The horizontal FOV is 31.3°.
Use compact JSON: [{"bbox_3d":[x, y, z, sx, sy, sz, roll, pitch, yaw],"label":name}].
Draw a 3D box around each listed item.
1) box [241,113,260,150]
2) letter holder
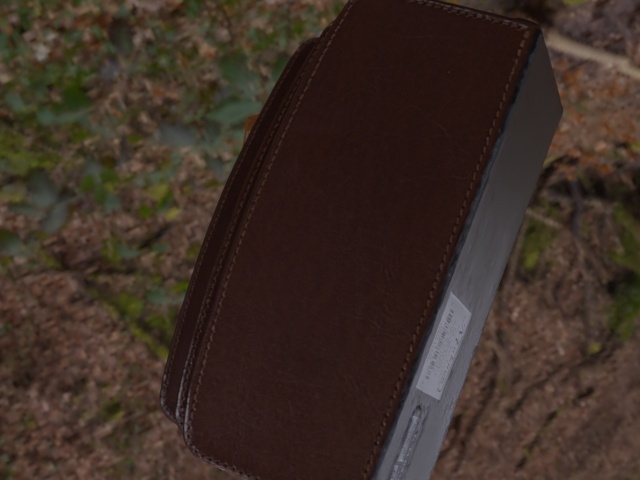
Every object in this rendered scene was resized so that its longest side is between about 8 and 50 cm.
[{"bbox_3d":[-0.033,-0.022,0.885,0.028,0.136,0.081,-11,148,35],"label":"box"},{"bbox_3d":[0.000,0.000,0.736,0.214,0.302,0.152,19,174,20],"label":"letter holder"}]
